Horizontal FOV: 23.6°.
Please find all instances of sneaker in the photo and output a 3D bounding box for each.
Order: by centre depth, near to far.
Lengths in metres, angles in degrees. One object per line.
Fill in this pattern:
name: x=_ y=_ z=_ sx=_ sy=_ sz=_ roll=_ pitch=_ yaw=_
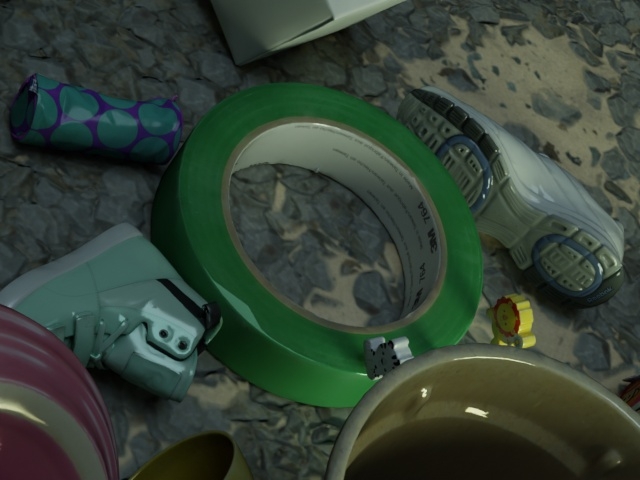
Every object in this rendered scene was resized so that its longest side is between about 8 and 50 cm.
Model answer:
sneaker: x=-0.187 y=0.091 z=1.268 sx=0.151 sy=0.094 sz=0.256 roll=39 pitch=45 yaw=13
sneaker: x=0.201 y=-0.054 z=1.617 sx=0.297 sy=0.111 sz=0.129 roll=43 pitch=33 yaw=-3

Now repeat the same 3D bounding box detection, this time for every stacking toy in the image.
stacking toy: x=0.131 y=0.171 z=1.385 sx=0.167 sy=0.052 sz=0.221 roll=-12 pitch=96 yaw=-35

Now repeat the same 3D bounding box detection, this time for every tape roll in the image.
tape roll: x=0.000 y=0.000 z=1.463 sx=0.321 sy=0.077 sz=0.321 roll=15 pitch=54 yaw=-21

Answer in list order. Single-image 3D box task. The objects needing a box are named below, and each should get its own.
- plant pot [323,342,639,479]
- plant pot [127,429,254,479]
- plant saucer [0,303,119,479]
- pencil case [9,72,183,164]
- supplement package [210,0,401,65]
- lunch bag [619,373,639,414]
plant pot: x=0.087 y=0.292 z=1.164 sx=0.334 sy=0.305 sz=0.333 roll=15 pitch=54 yaw=-21
plant pot: x=-0.097 y=0.233 z=1.230 sx=0.095 sy=0.134 sz=0.134 roll=55 pitch=45 yaw=-21
plant saucer: x=-0.267 y=0.203 z=1.035 sx=0.332 sy=0.084 sz=0.332 roll=-13 pitch=110 yaw=-39
pencil case: x=-0.207 y=-0.114 z=1.426 sx=0.152 sy=0.064 sz=0.070 roll=10 pitch=69 yaw=-25
supplement package: x=-0.030 y=-0.356 z=1.560 sx=0.177 sy=0.175 sz=0.293 roll=-26 pitch=96 yaw=-39
lunch bag: x=0.415 y=0.246 z=1.510 sx=0.293 sy=0.120 sz=0.258 roll=38 pitch=48 yaw=-1
